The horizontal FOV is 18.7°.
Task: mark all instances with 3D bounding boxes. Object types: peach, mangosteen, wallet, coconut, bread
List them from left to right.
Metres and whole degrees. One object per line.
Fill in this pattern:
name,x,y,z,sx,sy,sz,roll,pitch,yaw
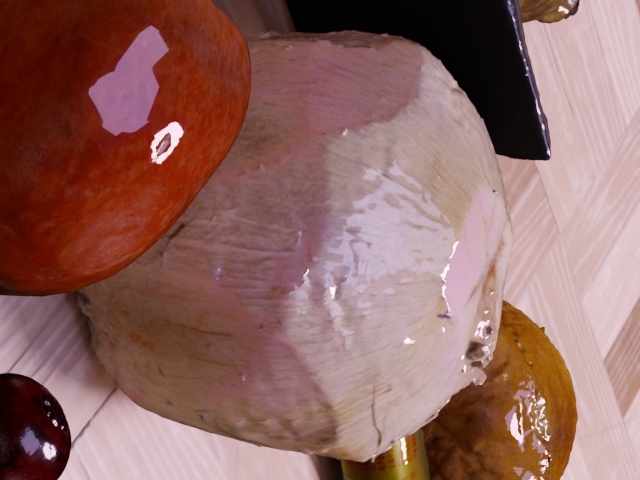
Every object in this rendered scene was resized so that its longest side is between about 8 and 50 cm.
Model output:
mangosteen,-0.195,0.124,1.215,0.081,0.081,0.081,-10,103,-54
peach,-0.173,-0.072,1.104,0.257,0.232,0.232,-41,135,-2
coconut,0.000,0.000,1.317,0.297,0.254,0.297,-12,105,-53
wallet,0.044,-0.214,1.369,0.041,0.247,0.323,-28,116,-33
bread,0.143,0.152,1.652,0.143,0.139,0.229,-24,115,-60

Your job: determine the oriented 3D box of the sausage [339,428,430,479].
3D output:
sausage,0.063,0.259,1.598,0.082,0.082,0.371,-34,120,-48

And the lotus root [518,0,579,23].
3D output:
lotus root,0.167,-0.248,1.639,0.138,0.138,0.214,-69,154,-22
